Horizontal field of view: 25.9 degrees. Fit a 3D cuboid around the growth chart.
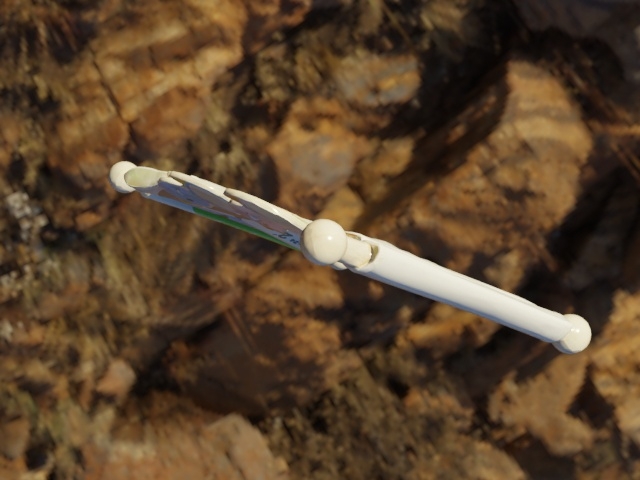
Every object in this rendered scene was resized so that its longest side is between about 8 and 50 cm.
[{"bbox_3d":[0.000,0.000,0.596,0.172,0.237,0.021,20,89,-30],"label":"growth chart"}]
